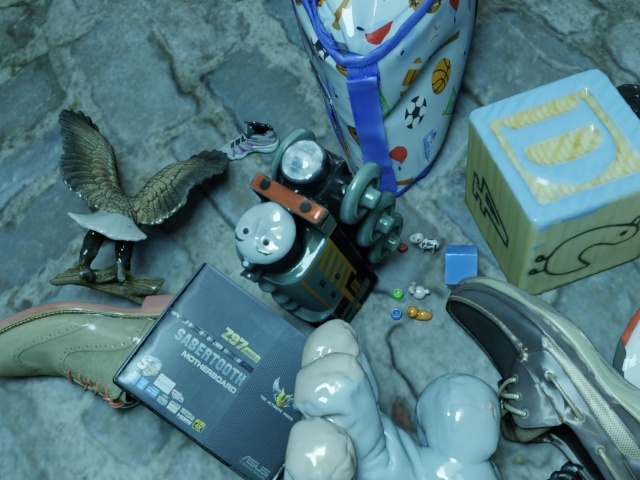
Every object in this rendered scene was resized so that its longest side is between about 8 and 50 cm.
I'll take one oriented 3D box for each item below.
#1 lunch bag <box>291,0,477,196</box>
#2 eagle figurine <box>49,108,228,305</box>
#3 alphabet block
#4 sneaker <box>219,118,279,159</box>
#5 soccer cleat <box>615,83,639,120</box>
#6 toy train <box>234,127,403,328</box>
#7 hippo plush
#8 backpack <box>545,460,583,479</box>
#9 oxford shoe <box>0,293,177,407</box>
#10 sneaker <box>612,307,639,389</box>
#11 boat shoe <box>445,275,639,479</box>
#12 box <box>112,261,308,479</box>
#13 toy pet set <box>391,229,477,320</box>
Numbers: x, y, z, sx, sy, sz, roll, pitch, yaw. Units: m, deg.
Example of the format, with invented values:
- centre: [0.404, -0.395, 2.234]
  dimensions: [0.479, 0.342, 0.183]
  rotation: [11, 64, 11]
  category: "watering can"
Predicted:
- centre: [0.097, -0.299, 1.078]
  dimensions: [0.238, 0.328, 0.386]
  rotation: [5, 64, 15]
  category: "lunch bag"
- centre: [-0.281, -0.061, 1.082]
  dimensions: [0.225, 0.226, 0.299]
  rotation: [-4, 62, 30]
  category: "eagle figurine"
- centre: [0.312, -0.071, 0.985]
  dimensions: [0.192, 0.197, 0.194]
  rotation: [-18, 58, -1]
  category: "alphabet block"
- centre: [-0.119, -0.165, 1.183]
  dimensions: [0.098, 0.069, 0.038]
  rotation: [-14, 58, 1]
  category: "sneaker"
- centre: [0.507, -0.108, 1.045]
  dimensions: [0.109, 0.116, 0.318]
  rotation: [-55, 39, 23]
  category: "soccer cleat"
- centre: [0.000, 0.000, 0.928]
  dimensions: [0.142, 0.334, 0.190]
  rotation: [29, 82, 21]
  category: "toy train"
- centre: [0.087, 0.239, 0.795]
  dimensions: [0.236, 0.234, 0.295]
  rotation: [6, 74, 3]
  category: "hippo plush"
- centre: [0.264, 0.373, 0.717]
  dimensions: [0.191, 0.225, 0.253]
  rotation: [-46, 66, 7]
  category: "backpack"
- centre: [-0.296, 0.156, 0.990]
  dimensions: [0.347, 0.123, 0.130]
  rotation: [-8, 61, 4]
  category: "oxford shoe"
- centre: [0.477, 0.099, 0.884]
  dimensions: [0.270, 0.090, 0.145]
  rotation: [-40, 22, -18]
  category: "sneaker"
- centre: [0.271, 0.181, 0.880]
  dimensions: [0.130, 0.132, 0.355]
  rotation: [-40, 60, -15]
  category: "boat shoe"
- centre: [-0.110, 0.168, 0.934]
  dimensions: [0.232, 0.059, 0.183]
  rotation: [38, 68, -5]
  category: "box"
- centre: [0.155, 0.042, 1.019]
  dimensions: [0.114, 0.065, 0.122]
  rotation: [1, 60, 10]
  category: "toy pet set"
